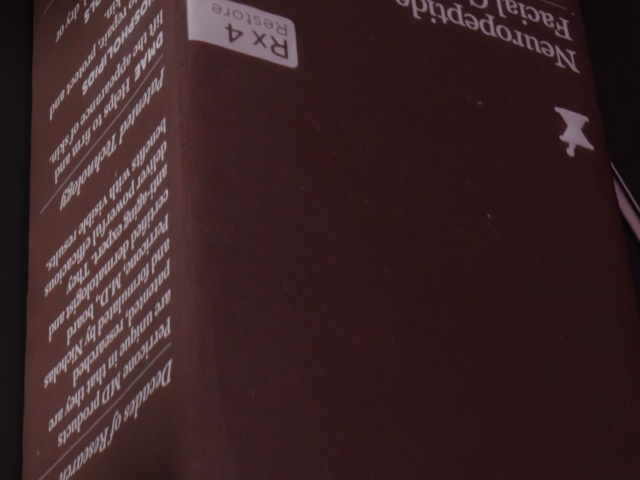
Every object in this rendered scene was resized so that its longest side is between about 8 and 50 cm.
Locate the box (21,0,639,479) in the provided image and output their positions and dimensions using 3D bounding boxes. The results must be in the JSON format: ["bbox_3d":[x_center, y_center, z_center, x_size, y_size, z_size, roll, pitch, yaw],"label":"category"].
[{"bbox_3d":[0.000,0.000,0.672,0.191,0.143,0.381,15,53,-28],"label":"box"}]
